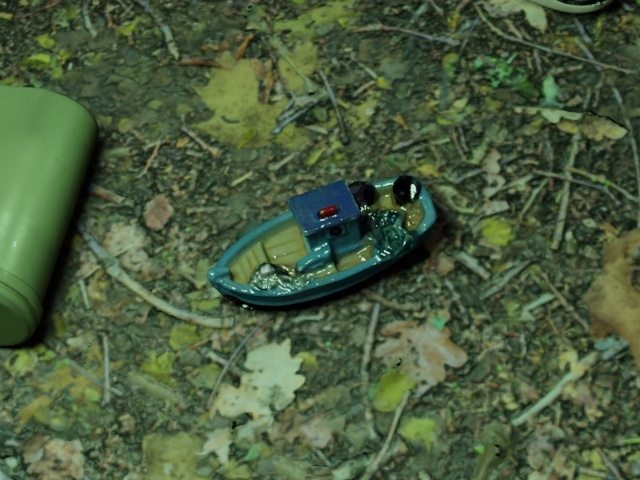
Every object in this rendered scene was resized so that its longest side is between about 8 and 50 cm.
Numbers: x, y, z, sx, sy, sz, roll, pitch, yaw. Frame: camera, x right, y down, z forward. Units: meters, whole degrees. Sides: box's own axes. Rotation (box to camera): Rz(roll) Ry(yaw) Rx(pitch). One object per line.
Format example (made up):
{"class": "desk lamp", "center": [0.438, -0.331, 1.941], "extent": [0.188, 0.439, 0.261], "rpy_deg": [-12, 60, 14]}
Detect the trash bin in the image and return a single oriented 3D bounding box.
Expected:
{"class": "trash bin", "center": [-0.361, -0.033, 1.480], "extent": [0.243, 0.121, 0.247], "rpy_deg": [5, 56, 13]}

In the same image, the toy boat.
{"class": "toy boat", "center": [0.000, 0.000, 1.406], "extent": [0.223, 0.097, 0.100], "rpy_deg": [-21, 54, -5]}

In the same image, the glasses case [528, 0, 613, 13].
{"class": "glasses case", "center": [0.187, -0.336, 1.593], "extent": [0.314, 0.075, 0.122], "rpy_deg": [29, 60, 21]}
